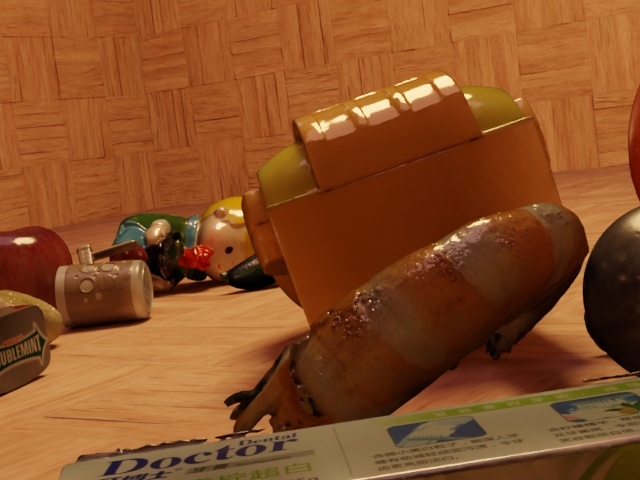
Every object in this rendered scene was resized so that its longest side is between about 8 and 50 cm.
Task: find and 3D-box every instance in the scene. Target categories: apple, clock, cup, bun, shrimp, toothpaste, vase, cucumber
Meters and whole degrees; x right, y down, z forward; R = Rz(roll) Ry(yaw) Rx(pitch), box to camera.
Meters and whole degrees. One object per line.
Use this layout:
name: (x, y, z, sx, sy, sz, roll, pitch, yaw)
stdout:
apple: (-0.377, 0.047, 1.346, 0.154, 0.119, 0.153, -9, 0, 0)
clock: (0.062, -0.010, 0.956, 0.244, 0.200, 0.317, -16, -6, -5)
cup: (-0.247, 0.054, 1.281, 0.099, 0.074, 0.102, -5, 26, 2)
bun: (-0.312, 0.088, 1.153, 0.086, 0.054, 0.086, 20, 3, -1)
shrimp: (0.085, 0.041, 0.680, 0.287, 0.068, 0.185, -17, -25, -52)
toothpaste: (0.063, 0.104, 0.444, 0.337, 0.067, 0.081, -8, 6, -5)
vase: (0.225, 0.042, 0.734, 0.120, 0.120, 0.183, -7, -12, -3)
cucumber: (0.000, 0.000, 1.441, 0.284, 0.056, 0.056, -26, 11, -18)

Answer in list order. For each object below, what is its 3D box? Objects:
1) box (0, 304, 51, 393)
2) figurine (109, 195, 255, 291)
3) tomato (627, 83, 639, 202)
box: (-0.370, 0.105, 0.990, 0.224, 0.069, 0.120, -6, 6, 16)
figurine: (-0.156, 0.008, 1.493, 0.234, 0.127, 0.185, 3, 11, 4)
tomato: (0.508, -0.129, 1.189, 0.342, 0.272, 0.341, -8, 6, 1)
